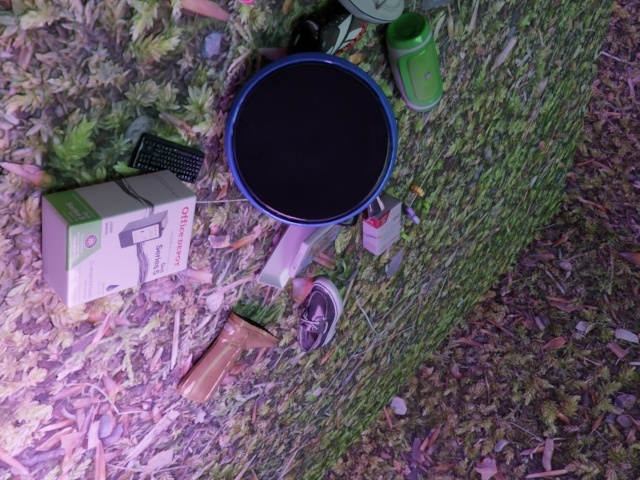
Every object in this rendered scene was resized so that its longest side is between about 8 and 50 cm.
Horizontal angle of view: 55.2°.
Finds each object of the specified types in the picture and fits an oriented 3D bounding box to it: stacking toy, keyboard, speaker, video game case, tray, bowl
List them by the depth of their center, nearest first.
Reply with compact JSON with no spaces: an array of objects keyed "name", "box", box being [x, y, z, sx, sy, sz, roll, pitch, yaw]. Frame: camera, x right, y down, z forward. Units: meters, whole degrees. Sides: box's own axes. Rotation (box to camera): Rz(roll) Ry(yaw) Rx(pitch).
[{"name":"keyboard","box":[-0.326,-0.157,1.303,0.180,0.023,0.108,12,109,-57]},{"name":"bowl","box":[-0.019,-0.216,1.359,0.391,0.391,0.077,-64,-173,11]},{"name":"speaker","box":[0.270,-0.497,1.735,0.131,0.131,0.296,-51,149,-10]},{"name":"tray","box":[-0.088,0.013,1.795,0.270,0.030,0.145,-58,149,3]},{"name":"video game case","box":[0.000,0.000,1.799,0.212,0.023,0.193,-42,169,-33]},{"name":"stacking toy","box":[0.342,-0.096,2.285,0.167,0.052,0.221,-55,150,-2]}]

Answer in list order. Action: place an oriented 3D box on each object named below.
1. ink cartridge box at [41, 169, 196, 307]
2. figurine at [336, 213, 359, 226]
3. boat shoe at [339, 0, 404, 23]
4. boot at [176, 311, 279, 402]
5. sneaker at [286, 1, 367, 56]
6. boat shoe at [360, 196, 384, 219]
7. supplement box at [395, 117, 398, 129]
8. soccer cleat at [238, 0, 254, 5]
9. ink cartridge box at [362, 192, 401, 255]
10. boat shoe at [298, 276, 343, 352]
[{"name":"ink cartridge box","box":[-0.398,-0.011,1.225,0.273,0.115,0.198,-20,138,-42]},{"name":"figurine","box":[0.059,-0.175,1.682,0.092,0.215,0.209,10,112,-28]},{"name":"boat shoe","box":[0.101,-0.589,1.302,0.367,0.157,0.135,25,77,-46]},{"name":"boot","box":[-0.269,0.356,1.808,0.269,0.089,0.236,-56,137,-3]},{"name":"sneaker","box":[0.017,-0.482,1.412,0.276,0.098,0.135,-52,152,-6]},{"name":"boat shoe","box":[0.133,-0.144,1.915,0.079,0.084,0.233,-35,144,-2]},{"name":"supplement box","box":[0.170,-0.329,1.788,0.083,0.083,0.056,-39,145,-29]},{"name":"soccer cleat","box":[-0.102,-0.577,1.190,0.248,0.083,0.095,-60,172,1]},{"name":"ink cartridge box","box":[0.211,-0.054,2.115,0.127,0.072,0.175,-38,145,-29]},{"name":"boat shoe","box":[-0.008,0.266,2.054,0.119,0.121,0.335,-38,147,-36]}]
